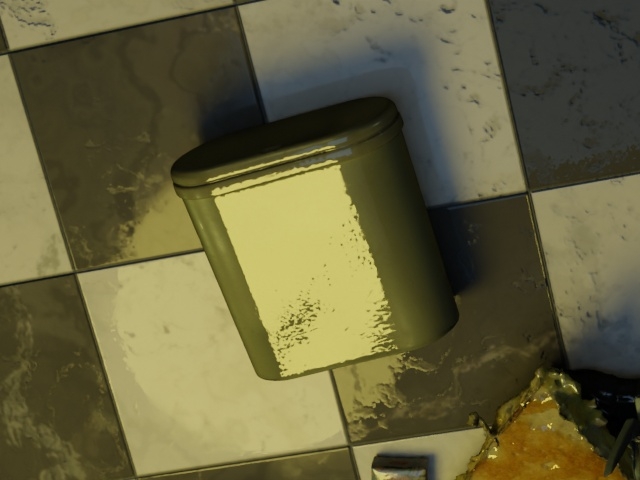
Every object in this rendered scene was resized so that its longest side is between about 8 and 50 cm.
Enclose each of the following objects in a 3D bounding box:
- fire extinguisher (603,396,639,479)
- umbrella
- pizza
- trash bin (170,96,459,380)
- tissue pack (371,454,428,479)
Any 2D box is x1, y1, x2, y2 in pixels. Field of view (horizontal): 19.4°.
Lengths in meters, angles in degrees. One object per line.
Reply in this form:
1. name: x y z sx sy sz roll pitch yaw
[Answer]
1. fire extinguisher: 0.403 0.224 1.867 0.269 0.105 0.105 19 114 -22
2. umbrella: 0.341 0.165 1.932 0.236 0.059 0.066 1 133 12
3. pizza: 0.249 0.215 1.915 0.280 0.075 0.287 3 136 8
4. trash bin: 0.000 0.000 1.906 0.243 0.121 0.247 -16 110 16
5. tissue pack: 0.086 0.278 2.032 0.063 0.035 0.083 0 110 10
